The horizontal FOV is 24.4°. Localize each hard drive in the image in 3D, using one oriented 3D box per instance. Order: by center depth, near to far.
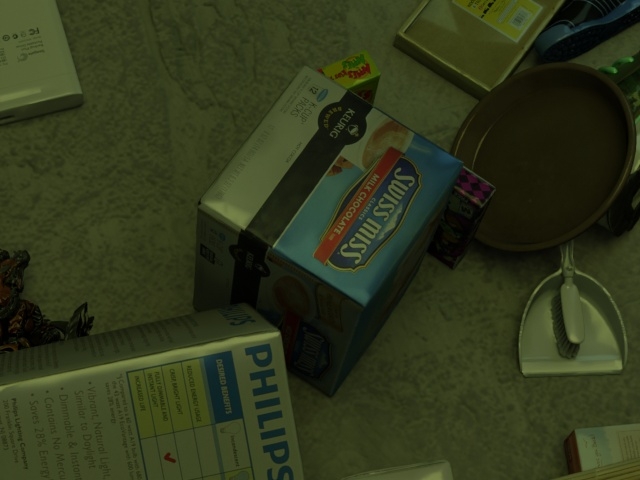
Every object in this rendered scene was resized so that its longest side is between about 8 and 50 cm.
[{"bbox_3d":[-0.489,-0.321,2.071,0.233,0.047,0.353,-15,70,-11],"label":"hard drive"}]

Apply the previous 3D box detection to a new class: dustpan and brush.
[{"bbox_3d":[0.330,0.071,1.972,0.147,0.060,0.211,-2,67,-6],"label":"dustpan and brush"}]

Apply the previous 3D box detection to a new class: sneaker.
[{"bbox_3d":[0.425,-0.207,2.066,0.182,0.158,0.410,23,62,21],"label":"sneaker"},{"bbox_3d":[0.389,-0.337,2.147,0.232,0.081,0.090,-27,69,-23],"label":"sneaker"}]

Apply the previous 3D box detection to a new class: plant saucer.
[{"bbox_3d":[0.298,-0.108,1.984,0.278,0.041,0.278,-16,59,29],"label":"plant saucer"}]

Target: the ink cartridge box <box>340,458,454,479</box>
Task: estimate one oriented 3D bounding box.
[{"bbox_3d":[0.091,0.398,1.676,0.131,0.306,0.226,-9,68,-8],"label":"ink cartridge box"}]

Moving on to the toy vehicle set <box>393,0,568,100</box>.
[{"bbox_3d":[0.249,-0.339,2.153,0.166,0.035,0.267,35,68,10],"label":"toy vehicle set"}]

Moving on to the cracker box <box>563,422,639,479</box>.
[{"bbox_3d":[0.437,0.311,1.876,0.232,0.067,0.155,-3,69,-7],"label":"cracker box"}]

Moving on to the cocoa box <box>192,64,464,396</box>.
[{"bbox_3d":[0.000,0.000,1.815,0.228,0.347,0.231,33,68,8],"label":"cocoa box"}]

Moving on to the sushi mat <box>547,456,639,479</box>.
[{"bbox_3d":[0.291,0.367,1.811,0.316,0.019,0.151,-16,67,9],"label":"sushi mat"}]

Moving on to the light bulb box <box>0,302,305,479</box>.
[{"bbox_3d":[-0.207,0.285,1.670,0.361,0.225,0.358,-11,98,-10],"label":"light bulb box"}]

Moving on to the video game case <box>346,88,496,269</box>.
[{"bbox_3d":[0.107,-0.076,1.933,0.232,0.210,0.042,35,69,9],"label":"video game case"}]

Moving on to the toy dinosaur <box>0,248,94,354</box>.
[{"bbox_3d":[-0.374,0.165,1.846,0.218,0.164,0.322,-5,86,8],"label":"toy dinosaur"}]

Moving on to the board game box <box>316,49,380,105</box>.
[{"bbox_3d":[0.021,-0.177,1.983,0.092,0.181,0.043,-24,71,-15],"label":"board game box"}]
